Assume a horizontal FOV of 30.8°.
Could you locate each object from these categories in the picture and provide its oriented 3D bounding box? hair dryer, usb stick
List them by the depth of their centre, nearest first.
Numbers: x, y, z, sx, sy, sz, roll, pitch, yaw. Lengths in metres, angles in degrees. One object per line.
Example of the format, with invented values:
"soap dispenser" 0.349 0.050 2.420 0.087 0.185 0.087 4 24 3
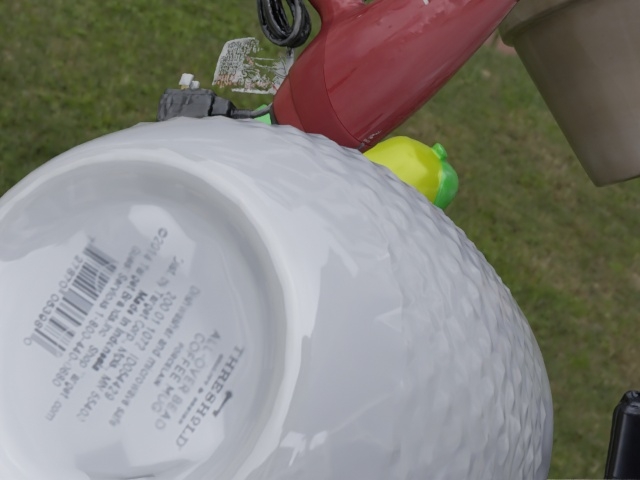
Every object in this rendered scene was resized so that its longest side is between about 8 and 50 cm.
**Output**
"hair dryer" 0.001 -0.165 0.788 0.293 0.224 0.080 10 4 31
"usb stick" 0.292 0.273 1.077 0.077 0.278 0.045 6 14 2

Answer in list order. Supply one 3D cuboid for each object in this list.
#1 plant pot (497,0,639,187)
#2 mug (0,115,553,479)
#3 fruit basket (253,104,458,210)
"plant pot" 0.405 -0.226 1.486 0.323 0.323 0.280 -14 88 -41
"mug" -0.069 0.114 0.606 0.276 0.374 0.328 45 3 22
"fruit basket" 0.000 0.000 1.556 0.392 0.283 0.392 1 57 -2
